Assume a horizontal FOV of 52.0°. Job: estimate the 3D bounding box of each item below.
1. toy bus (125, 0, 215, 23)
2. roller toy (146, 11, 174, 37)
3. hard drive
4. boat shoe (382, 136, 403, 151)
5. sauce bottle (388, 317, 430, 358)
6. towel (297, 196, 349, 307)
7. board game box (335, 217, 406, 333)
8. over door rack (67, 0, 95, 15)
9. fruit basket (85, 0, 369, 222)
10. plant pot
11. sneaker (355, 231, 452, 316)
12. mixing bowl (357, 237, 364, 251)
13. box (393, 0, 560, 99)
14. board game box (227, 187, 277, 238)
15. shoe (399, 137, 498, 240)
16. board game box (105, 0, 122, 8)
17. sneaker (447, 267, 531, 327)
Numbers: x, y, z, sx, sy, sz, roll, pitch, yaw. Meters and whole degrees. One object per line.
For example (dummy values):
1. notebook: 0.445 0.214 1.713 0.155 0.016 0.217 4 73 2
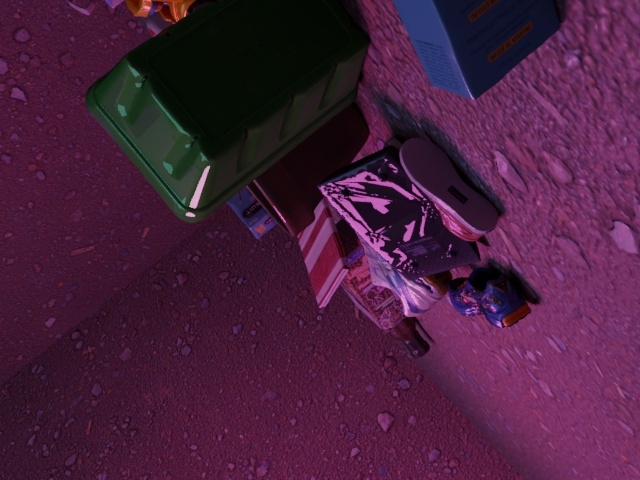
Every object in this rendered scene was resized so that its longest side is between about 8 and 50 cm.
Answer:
1. toy bus: -0.290 -0.463 1.149 0.149 0.212 0.220 59 159 25
2. roller toy: -0.362 -0.538 1.751 0.209 0.146 0.191 50 175 2
3. hard drive: 0.135 -0.042 1.086 0.172 0.054 0.255 -21 124 44
4. boat shoe: 0.121 -0.100 1.139 0.079 0.081 0.227 49 174 16
5. sauce bottle: 0.251 0.260 2.275 0.344 0.111 0.111 52 174 -11
6. towel: 0.000 0.000 1.902 0.237 0.037 0.328 117 142 -52
7. board game box: 0.135 0.104 2.016 0.291 0.141 0.232 53 173 -24
8. over door rack: -0.490 -0.652 1.275 0.108 0.324 0.239 11 164 12
9. fruit basket: -0.152 -0.230 0.996 0.283 0.392 0.392 51 174 -5
10. plant pot: -0.046 -0.177 1.205 0.263 0.229 0.263 49 174 7
11. sneaker: 0.123 0.028 1.326 0.112 0.131 0.296 -12 -126 -47
12. mixing bowl: 0.178 0.035 1.471 0.181 0.098 0.181 50 175 6
13. box: 0.089 -0.231 0.473 0.244 0.100 0.060 54 172 -37
14. board game box: -0.215 -0.203 2.214 0.336 0.254 0.079 47 173 31
15. shoe: 0.180 -0.070 0.966 0.178 0.063 0.081 45 169 8
16. board game box: -0.357 -0.565 1.226 0.039 0.211 0.160 44 171 45
17. sneaker: 0.286 0.084 1.149 0.087 0.083 0.221 65 166 -10
